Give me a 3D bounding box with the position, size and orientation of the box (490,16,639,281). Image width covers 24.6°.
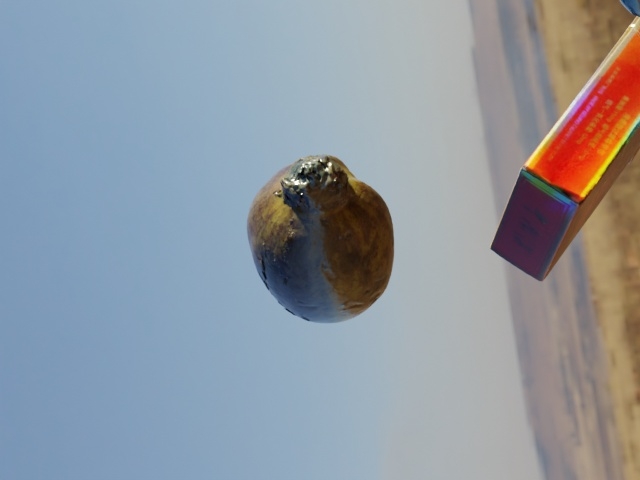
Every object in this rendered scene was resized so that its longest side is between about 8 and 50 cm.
[{"bbox_3d":[0.189,-0.066,1.004,0.175,0.048,0.112,-51,-14,-25],"label":"box"}]

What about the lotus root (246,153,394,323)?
[{"bbox_3d":[0.000,0.000,1.169,0.209,0.120,0.120,79,-174,-61],"label":"lotus root"}]

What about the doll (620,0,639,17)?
[{"bbox_3d":[0.325,-0.188,0.812,0.346,0.341,0.099,115,165,-54],"label":"doll"}]
